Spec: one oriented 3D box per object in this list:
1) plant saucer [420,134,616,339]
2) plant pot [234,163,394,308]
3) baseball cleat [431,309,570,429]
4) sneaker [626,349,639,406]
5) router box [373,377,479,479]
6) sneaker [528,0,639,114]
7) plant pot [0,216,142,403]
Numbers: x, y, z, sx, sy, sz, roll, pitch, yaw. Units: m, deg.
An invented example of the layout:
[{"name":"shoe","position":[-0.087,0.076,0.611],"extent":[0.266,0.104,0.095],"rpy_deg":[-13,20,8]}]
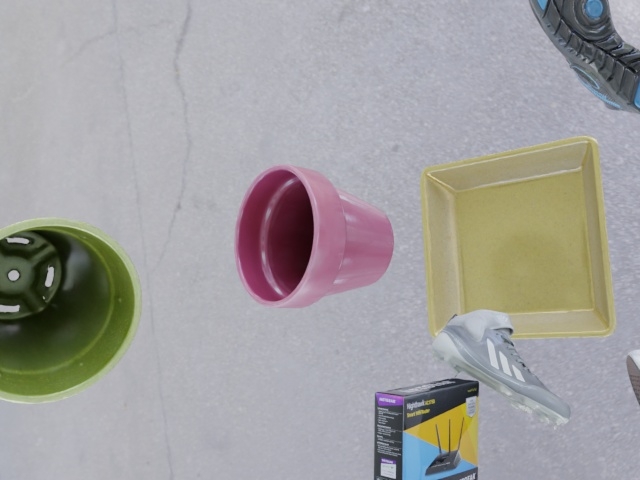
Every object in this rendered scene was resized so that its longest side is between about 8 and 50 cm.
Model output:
[{"name":"plant saucer","position":[0.350,0.009,1.211],"extent":[0.333,0.081,0.332],"rpy_deg":[-8,80,37]},{"name":"plant pot","position":[0.000,0.000,0.992],"extent":[0.201,0.180,0.201],"rpy_deg":[-9,79,49]},{"name":"baseball cleat","position":[0.242,0.152,0.879],"extent":[0.206,0.072,0.109],"rpy_deg":[26,74,38]},{"name":"sneaker","position":[0.565,0.273,0.977],"extent":[0.123,0.106,0.290],"rpy_deg":[-26,61,0]},{"name":"router box","position":[0.131,0.241,0.814],"extent":[0.046,0.179,0.133],"rpy_deg":[-2,86,40]},{"name":"sneaker","position":[0.475,-0.353,1.225],"extent":[0.125,0.139,0.341],"rpy_deg":[-44,102,-1]},{"name":"plant pot","position":[-0.140,0.024,0.325],"extent":[0.079,0.083,0.083],"rpy_deg":[17,101,52]}]
